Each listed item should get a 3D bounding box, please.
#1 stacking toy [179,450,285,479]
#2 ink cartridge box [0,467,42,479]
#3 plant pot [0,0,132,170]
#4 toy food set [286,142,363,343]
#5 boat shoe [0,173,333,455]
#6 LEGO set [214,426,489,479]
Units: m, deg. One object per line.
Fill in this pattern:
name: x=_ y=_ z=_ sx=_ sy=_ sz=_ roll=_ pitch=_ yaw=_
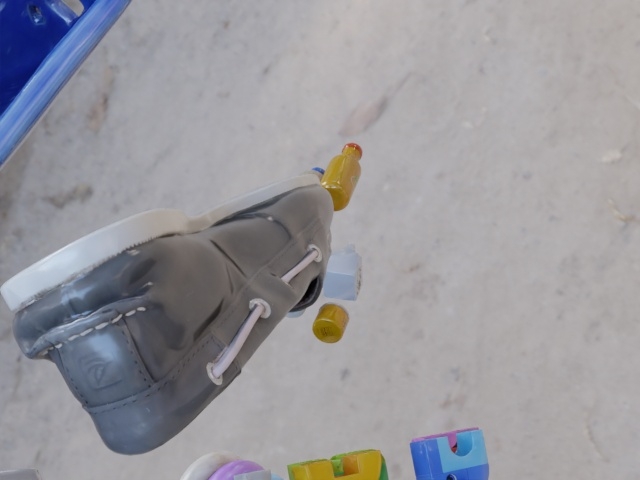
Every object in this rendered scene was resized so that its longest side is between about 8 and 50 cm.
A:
stacking toy: x=-0.010 y=0.338 z=1.380 sx=0.330 sy=0.141 sz=0.141 roll=9 pitch=75 yaw=36
ink cartridge box: x=-0.185 y=0.258 z=0.489 sx=0.197 sy=0.198 sz=0.270 roll=-34 pitch=73 yaw=16
plant pot: x=-0.284 y=-0.116 z=0.763 sx=0.236 sy=0.236 sz=0.212 roll=-55 pitch=9 yaw=-22
toy food set: x=0.000 y=0.000 z=1.470 sx=0.111 sy=0.232 sz=0.104 roll=7 pitch=37 yaw=15
boat shoe: x=-0.059 y=0.031 z=0.670 sx=0.112 sy=0.335 sz=0.095 roll=-25 pitch=90 yaw=17
LEGO set: x=0.035 y=0.183 z=0.804 sx=0.087 sy=0.227 sz=0.093 roll=-24 pitch=74 yaw=59
